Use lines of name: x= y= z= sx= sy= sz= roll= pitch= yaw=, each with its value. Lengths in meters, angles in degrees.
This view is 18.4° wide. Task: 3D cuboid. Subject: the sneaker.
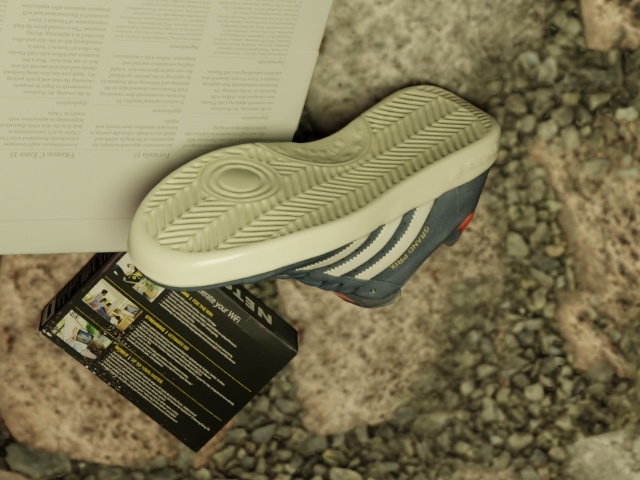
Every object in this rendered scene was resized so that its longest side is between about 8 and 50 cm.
sneaker: x=0.000 y=0.000 z=1.519 sx=0.350 sy=0.131 sz=0.148 roll=-20 pitch=135 yaw=-37

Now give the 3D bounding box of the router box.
router box: x=-0.127 y=0.078 z=1.669 sx=0.179 sy=0.046 sz=0.133 roll=40 pitch=107 yaw=-18

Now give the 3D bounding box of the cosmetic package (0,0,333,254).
cosmetic package: x=-0.184 y=-0.131 z=1.451 sx=0.377 sy=0.097 sz=0.284 roll=-1 pitch=119 yaw=-34
